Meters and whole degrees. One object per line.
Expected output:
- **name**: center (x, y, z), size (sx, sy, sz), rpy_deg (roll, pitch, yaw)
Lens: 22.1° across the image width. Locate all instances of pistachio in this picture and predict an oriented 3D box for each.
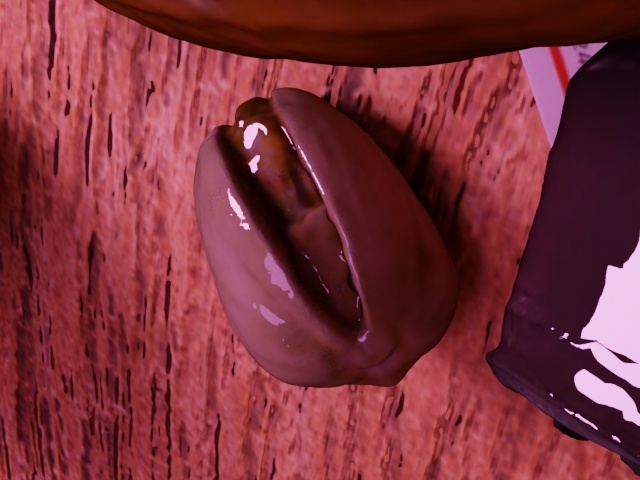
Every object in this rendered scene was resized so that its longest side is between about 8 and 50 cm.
- **pistachio**: center (0.000, 0.000, 0.766), size (0.113, 0.113, 0.149), rpy_deg (-33, 75, 51)

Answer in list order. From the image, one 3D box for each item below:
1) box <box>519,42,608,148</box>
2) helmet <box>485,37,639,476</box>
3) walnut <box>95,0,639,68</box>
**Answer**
- **box**: center (0.140, -0.056, 0.618), size (0.123, 0.050, 0.229), rpy_deg (-4, 113, 46)
- **helmet**: center (0.203, -0.005, 0.467), size (0.225, 0.305, 0.177), rpy_deg (-174, 91, -79)
- **walnut**: center (0.001, -0.144, 0.426), size (0.336, 0.209, 0.209), rpy_deg (-2, 114, 47)
